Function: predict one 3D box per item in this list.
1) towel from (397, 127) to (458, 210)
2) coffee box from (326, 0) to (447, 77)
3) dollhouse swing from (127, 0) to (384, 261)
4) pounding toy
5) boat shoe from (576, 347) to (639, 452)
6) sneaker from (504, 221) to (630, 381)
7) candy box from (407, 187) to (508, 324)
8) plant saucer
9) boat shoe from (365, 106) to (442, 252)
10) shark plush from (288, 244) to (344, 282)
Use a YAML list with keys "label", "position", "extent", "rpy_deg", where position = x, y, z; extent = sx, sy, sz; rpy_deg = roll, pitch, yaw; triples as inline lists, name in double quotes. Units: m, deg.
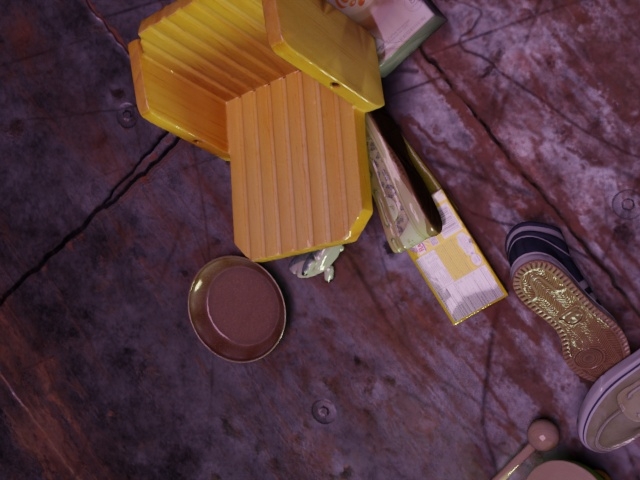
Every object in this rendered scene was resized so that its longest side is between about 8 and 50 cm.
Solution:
- label: "towel"
  position: [0.120, -0.116, 1.441]
  extent: [0.102, 0.021, 0.237]
  rpy_deg: [-39, 85, 23]
- label: "coffee box"
  position: [0.064, -0.398, 1.371]
  extent: [0.141, 0.098, 0.246]
  rpy_deg: [-41, 83, 22]
- label: "dollhouse swing"
  position: [-0.114, -0.167, 1.318]
  extent: [0.346, 0.315, 0.305]
  rpy_deg: [-12, 62, 43]
- label: "pounding toy"
  position: [0.410, 0.416, 1.392]
  extent: [0.237, 0.110, 0.183]
  rpy_deg: [50, 128, 38]
- label: "boat shoe"
  position: [0.494, 0.223, 1.286]
  extent: [0.109, 0.094, 0.302]
  rpy_deg: [25, 119, -15]
- label: "sneaker"
  position: [0.382, 0.087, 1.344]
  extent: [0.099, 0.153, 0.282]
  rpy_deg: [-33, 117, 20]
- label: "candy box"
  position: [0.209, 0.027, 1.415]
  extent: [0.105, 0.027, 0.206]
  rpy_deg: [-31, 92, 20]
- label: "plant saucer"
  position: [-0.148, 0.122, 1.579]
  extent: [0.198, 0.036, 0.199]
  rpy_deg: [4, 101, 21]
- label: "boat shoe"
  position: [0.092, -0.120, 1.377]
  extent: [0.089, 0.104, 0.285]
  rpy_deg: [-31, 76, 24]
- label: "shark plush"
  position: [0.000, 0.000, 1.493]
  extent: [0.067, 0.073, 0.161]
  rpy_deg: [46, 120, 41]
